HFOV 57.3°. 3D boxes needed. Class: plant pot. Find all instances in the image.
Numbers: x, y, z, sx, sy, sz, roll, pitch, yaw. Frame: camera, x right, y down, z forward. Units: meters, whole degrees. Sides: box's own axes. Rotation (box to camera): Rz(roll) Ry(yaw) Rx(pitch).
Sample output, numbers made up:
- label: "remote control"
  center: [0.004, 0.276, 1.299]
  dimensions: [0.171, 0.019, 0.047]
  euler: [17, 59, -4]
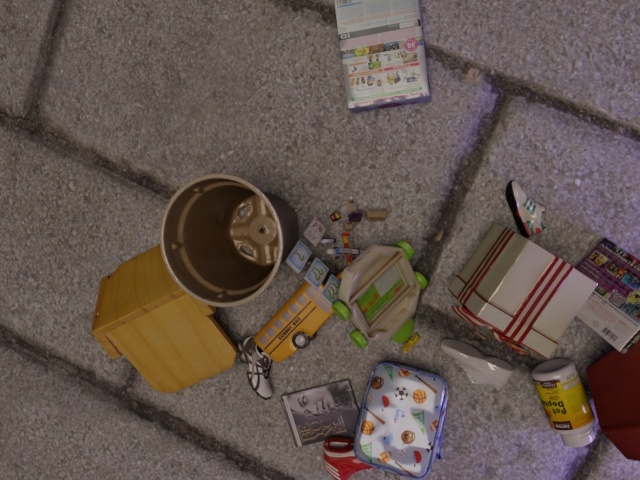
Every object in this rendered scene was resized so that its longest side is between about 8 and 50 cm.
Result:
- label: "plant pot"
  center: [0.818, 0.397, 1.441]
  dimensions: [0.236, 0.267, 0.267]
  euler: [-27, 125, 30]
- label: "plant pot"
  center: [-0.207, -0.017, 1.585]
  dimensions: [0.334, 0.305, 0.333]
  euler: [2, 98, 16]

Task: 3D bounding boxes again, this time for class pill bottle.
- label: "pill bottle"
  center: [0.657, 0.435, 1.571]
  dimensions: [0.117, 0.117, 0.215]
  euler: [-21, 91, 12]

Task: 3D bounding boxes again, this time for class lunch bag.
- label: "lunch bag"
  center: [0.228, 0.502, 1.632]
  dimensions: [0.243, 0.115, 0.303]
  euler: [14, 81, 7]

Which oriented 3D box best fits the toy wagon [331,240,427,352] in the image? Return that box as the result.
- label: "toy wagon"
  center: [0.177, 0.173, 1.598]
  dimensions: [0.267, 0.068, 0.344]
  euler: [-41, 126, -18]

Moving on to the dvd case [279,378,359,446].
- label: "dvd case"
  center: [0.005, 0.518, 1.754]
  dimensions: [0.221, 0.018, 0.164]
  euler: [-17, 93, 12]

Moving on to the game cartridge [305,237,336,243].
- label: "game cartridge"
  center: [0.000, 0.000, 1.683]
  dimensions: [0.083, 0.056, 0.017]
  euler: [3, 89, 11]

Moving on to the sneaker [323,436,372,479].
- label: "sneaker"
  center: [0.115, 0.652, 1.731]
  dimensions: [0.221, 0.087, 0.128]
  euler: [8, 118, 5]

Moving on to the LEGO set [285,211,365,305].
- label: "LEGO set"
  center: [0.033, 0.028, 1.569]
  dimensions: [0.182, 0.244, 0.060]
  euler: [45, 138, -14]

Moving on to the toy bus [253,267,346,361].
- label: "toy bus"
  center: [-0.032, 0.203, 1.684]
  dimensions: [0.130, 0.108, 0.332]
  euler: [43, 102, 6]

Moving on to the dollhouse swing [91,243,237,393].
- label: "dollhouse swing"
  center: [-0.442, 0.227, 1.774]
  dimensions: [0.347, 0.315, 0.305]
  euler: [-26, 130, 12]

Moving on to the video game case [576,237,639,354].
- label: "video game case"
  center: [0.747, 0.136, 1.490]
  dimensions: [0.210, 0.042, 0.232]
  euler: [-53, 41, 11]

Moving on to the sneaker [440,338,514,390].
- label: "sneaker"
  center: [0.423, 0.353, 1.633]
  dimensions: [0.212, 0.080, 0.094]
  euler: [25, 111, 6]

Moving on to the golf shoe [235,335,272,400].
- label: "golf shoe"
  center: [-0.176, 0.378, 1.745]
  dimensions: [0.094, 0.077, 0.198]
  euler: [-24, 92, 12]

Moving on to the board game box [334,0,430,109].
- label: "board game box"
  center: [0.169, -0.516, 1.579]
  dimensions: [0.224, 0.097, 0.303]
  euler: [-6, 93, 12]

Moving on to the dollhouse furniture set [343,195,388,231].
- label: "dollhouse furniture set"
  center: [0.127, -0.081, 1.675]
  dimensions: [0.114, 0.091, 0.081]
  euler: [1, 54, -11]

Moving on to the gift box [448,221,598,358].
- label: "gift box"
  center: [0.502, 0.133, 1.509]
  dimensions: [0.255, 0.276, 0.258]
  euler: [31, 97, -7]

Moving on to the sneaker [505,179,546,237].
- label: "sneaker"
  center: [0.556, -0.092, 1.575]
  dimensions: [0.075, 0.057, 0.161]
  euler: [-20, 90, -5]
